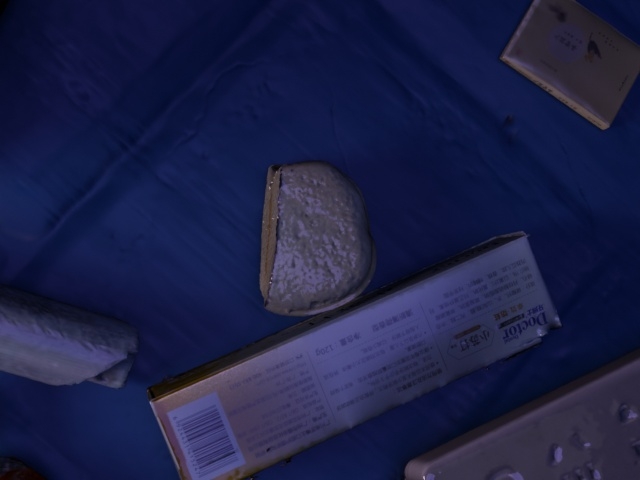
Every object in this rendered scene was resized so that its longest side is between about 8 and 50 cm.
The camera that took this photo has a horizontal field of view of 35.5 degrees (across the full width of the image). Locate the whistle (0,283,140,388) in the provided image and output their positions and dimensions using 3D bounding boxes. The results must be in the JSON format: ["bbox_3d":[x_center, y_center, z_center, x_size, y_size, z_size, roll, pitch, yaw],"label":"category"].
[{"bbox_3d":[-0.281,0.043,0.695,0.312,0.062,0.062,19,84,-11],"label":"whistle"}]

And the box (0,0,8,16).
[{"bbox_3d":[-0.374,-0.194,0.588,0.339,0.229,0.239,27,84,-6],"label":"box"}]

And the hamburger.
[{"bbox_3d":[-0.001,0.001,0.754,0.084,0.054,0.121,9,75,-15],"label":"hamburger"}]

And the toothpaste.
[{"bbox_3d":[0.029,0.089,0.756,0.312,0.071,0.089,-23,91,-12],"label":"toothpaste"}]

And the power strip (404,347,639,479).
[{"bbox_3d":[0.199,0.166,0.782,0.338,0.058,0.098,-22,88,-16],"label":"power strip"}]

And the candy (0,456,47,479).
[{"bbox_3d":[-0.202,0.234,0.707,0.086,0.059,0.292,-32,94,-10],"label":"candy"}]

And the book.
[{"bbox_3d":[0.212,-0.154,0.830,0.111,0.014,0.077,32,82,-9],"label":"book"}]
